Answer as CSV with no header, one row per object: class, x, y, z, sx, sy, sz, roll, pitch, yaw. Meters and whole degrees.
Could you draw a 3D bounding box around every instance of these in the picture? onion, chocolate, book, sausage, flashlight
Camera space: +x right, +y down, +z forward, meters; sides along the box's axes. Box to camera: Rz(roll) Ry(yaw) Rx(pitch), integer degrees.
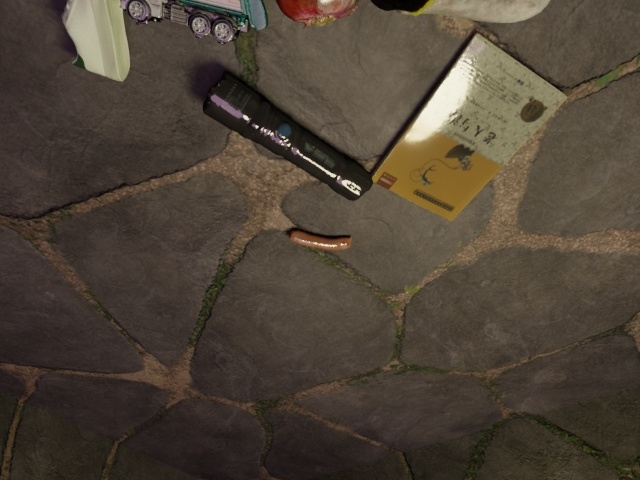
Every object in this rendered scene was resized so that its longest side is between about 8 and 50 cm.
onion,-0.011,-0.471,0.695,0.159,0.159,0.195,-9,109,8
chocolate,0.287,-0.482,0.719,0.303,0.100,0.185,0,127,-5
book,0.331,-0.236,0.962,0.269,0.032,0.389,23,126,-17
sausage,0.000,0.000,1.154,0.176,0.040,0.047,9,85,-8
flashlight,-0.060,-0.218,0.934,0.424,0.103,0.103,29,124,-23

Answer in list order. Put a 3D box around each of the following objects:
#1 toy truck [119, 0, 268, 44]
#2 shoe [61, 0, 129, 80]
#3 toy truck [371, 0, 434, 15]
toy truck,-0.221,-0.433,0.747,0.253,0.114,0.124,11,116,-9
shoe,-0.429,-0.430,0.757,0.110,0.095,0.265,7,132,-6
toy truck,0.062,-0.534,0.554,0.405,0.180,0.254,39,81,-11
